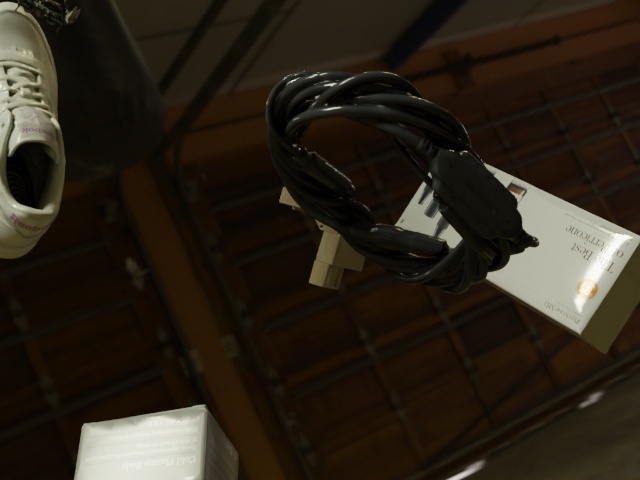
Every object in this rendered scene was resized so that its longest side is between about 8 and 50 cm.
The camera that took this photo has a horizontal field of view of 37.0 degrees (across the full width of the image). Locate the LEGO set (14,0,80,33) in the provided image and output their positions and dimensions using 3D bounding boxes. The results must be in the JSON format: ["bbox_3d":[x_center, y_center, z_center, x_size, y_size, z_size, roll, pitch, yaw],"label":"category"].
[{"bbox_3d":[-0.194,-0.162,0.651,0.054,0.083,0.023,18,-78,-39],"label":"LEGO set"}]

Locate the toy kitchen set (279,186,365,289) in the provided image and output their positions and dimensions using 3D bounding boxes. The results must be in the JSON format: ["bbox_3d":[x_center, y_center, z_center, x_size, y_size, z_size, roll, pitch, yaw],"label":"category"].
[{"bbox_3d":[0.000,0.000,0.944,0.075,0.083,0.068,16,0,29],"label":"toy kitchen set"}]

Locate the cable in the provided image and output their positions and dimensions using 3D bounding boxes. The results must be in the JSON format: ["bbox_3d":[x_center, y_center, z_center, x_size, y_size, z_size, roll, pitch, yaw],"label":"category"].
[{"bbox_3d":[0.040,-0.037,0.599,0.047,0.184,0.150,-59,18,-24],"label":"cable"}]

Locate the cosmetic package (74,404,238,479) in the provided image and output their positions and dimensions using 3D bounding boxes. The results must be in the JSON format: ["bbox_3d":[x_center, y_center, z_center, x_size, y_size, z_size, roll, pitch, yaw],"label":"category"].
[{"bbox_3d":[-0.143,0.274,0.806,0.127,0.238,0.107,-10,-41,9],"label":"cosmetic package"}]

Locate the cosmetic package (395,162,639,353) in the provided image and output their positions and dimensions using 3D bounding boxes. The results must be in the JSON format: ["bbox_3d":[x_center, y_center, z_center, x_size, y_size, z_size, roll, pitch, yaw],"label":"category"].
[{"bbox_3d":[0.182,0.001,0.875,0.060,0.239,0.099,30,-88,-44],"label":"cosmetic package"}]

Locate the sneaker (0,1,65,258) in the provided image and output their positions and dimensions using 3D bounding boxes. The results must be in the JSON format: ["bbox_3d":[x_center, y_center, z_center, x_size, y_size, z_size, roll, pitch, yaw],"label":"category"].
[{"bbox_3d":[-0.334,-0.139,1.094,0.114,0.305,0.152,3,-16,-36],"label":"sneaker"}]
